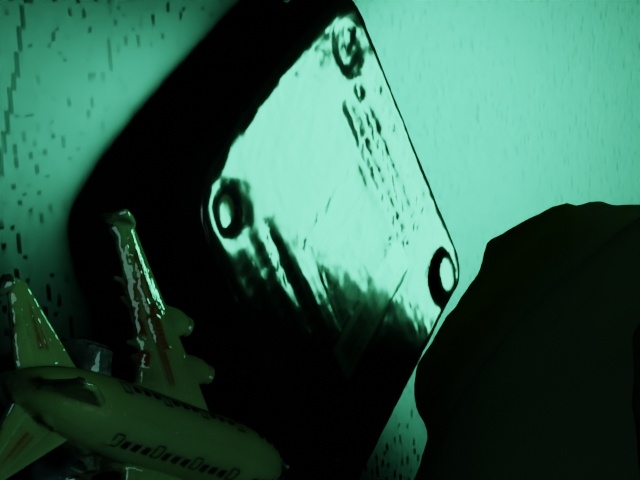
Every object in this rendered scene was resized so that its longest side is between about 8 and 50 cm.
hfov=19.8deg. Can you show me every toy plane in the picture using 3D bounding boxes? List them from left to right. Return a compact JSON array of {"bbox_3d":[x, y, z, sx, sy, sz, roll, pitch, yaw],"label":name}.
[{"bbox_3d":[-0.047,0.047,0.460,0.111,0.040,0.102,33,62,-55],"label":"toy plane"}]

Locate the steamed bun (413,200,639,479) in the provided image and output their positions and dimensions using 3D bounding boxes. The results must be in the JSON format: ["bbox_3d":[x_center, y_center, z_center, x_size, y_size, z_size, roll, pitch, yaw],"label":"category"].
[{"bbox_3d":[0.174,0.156,0.554,0.334,0.334,0.374,15,83,-58],"label":"steamed bun"}]

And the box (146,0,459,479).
[{"bbox_3d":[0.000,0.000,0.557,0.126,0.027,0.125,-58,135,-45],"label":"box"}]

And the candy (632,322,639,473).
[{"bbox_3d":[0.140,-0.072,0.469,0.081,0.187,0.297,99,-14,-65],"label":"candy"}]
